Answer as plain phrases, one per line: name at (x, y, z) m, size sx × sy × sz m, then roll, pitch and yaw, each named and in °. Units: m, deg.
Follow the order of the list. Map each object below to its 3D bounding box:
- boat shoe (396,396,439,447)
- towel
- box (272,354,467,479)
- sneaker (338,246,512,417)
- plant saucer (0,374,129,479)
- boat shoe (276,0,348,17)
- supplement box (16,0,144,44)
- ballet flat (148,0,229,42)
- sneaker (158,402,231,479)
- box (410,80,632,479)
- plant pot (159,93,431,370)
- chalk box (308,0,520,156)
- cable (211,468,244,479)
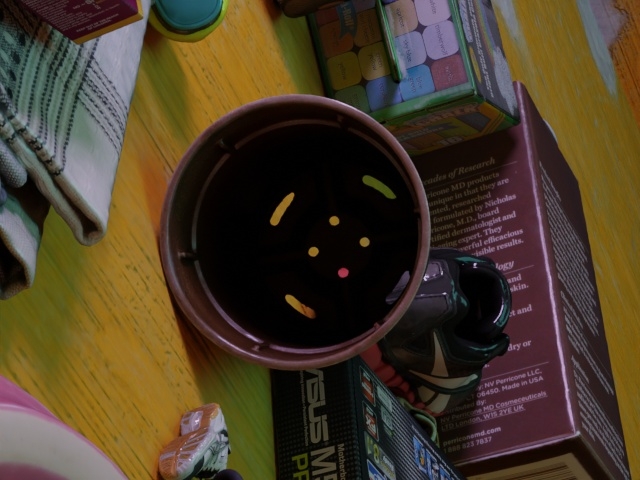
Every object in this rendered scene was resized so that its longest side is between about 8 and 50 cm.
boat shoe at (0.069, 0.153, 1.415) m, size 0.135 × 0.045 × 0.050 m, roll 37°, pitch 42°, yaw -62°
towel at (-0.180, -0.173, 0.929) m, size 0.324 × 0.056 × 0.312 m, roll -81°, pitch 150°, yaw -53°
box at (0.052, 0.227, 1.273) m, size 0.270 × 0.060 × 0.216 m, roll 51°, pitch 27°, yaw -50°
sneaker at (0.097, 0.073, 1.432) m, size 0.276 × 0.135 × 0.098 m, roll 38°, pitch 37°, yaw -64°
plant saucer at (-0.128, 0.187, 0.634) m, size 0.332 × 0.084 × 0.332 m, roll 38°, pitch 46°, yaw -52°
boat shoe at (0.017, -0.301, 1.556) m, size 0.120 × 0.122 × 0.324 m, roll 63°, pitch 19°, yaw -21°
supplement box at (-0.129, -0.142, 0.915) m, size 0.083 × 0.043 × 0.055 m, roll 33°, pitch 41°, yaw -61°
ballet flat at (-0.116, -0.240, 1.187) m, size 0.077 × 0.077 × 0.231 m, roll -135°, pitch -152°, yaw -81°
sneaker at (-0.067, 0.124, 1.045) m, size 0.083 × 0.032 × 0.037 m, roll -57°, pitch 128°, yaw -67°
box at (0.177, 0.066, 1.687) m, size 0.191 × 0.143 × 0.381 m, roll 51°, pitch 30°, yaw -50°
plant pot at (0.000, 0.000, 1.173) m, size 0.165 × 0.167 × 0.167 m, roll 18°, pitch 57°, yaw -78°
chalk box at (0.075, -0.159, 1.586) m, size 0.213 × 0.132 × 0.132 m, roll 17°, pitch 59°, yaw -69°
cable at (-0.054, 0.207, 0.942) m, size 0.150 × 0.047 × 0.184 m, roll -66°, pitch 160°, yaw -45°
